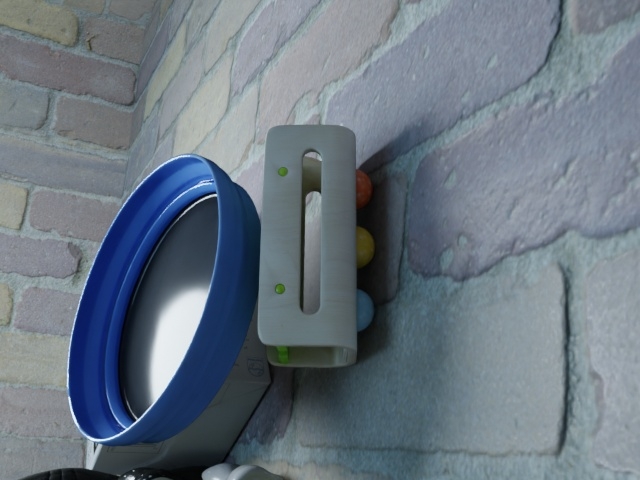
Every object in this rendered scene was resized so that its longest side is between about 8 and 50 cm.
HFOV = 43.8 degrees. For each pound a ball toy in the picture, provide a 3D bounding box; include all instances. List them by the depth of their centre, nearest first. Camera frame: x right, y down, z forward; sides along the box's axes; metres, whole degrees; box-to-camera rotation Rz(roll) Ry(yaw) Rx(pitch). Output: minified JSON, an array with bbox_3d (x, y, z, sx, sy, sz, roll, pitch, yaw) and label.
[{"bbox_3d":[0.000,0.000,1.013,0.208,0.135,0.319,87,-176,-69],"label":"pound a ball toy"}]

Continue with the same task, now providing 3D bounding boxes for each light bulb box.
[{"bbox_3d":[-0.265,0.190,1.403,0.361,0.225,0.358,-103,32,-42],"label":"light bulb box"}]

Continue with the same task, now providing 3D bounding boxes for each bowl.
[{"bbox_3d":[-0.211,0.078,1.053,0.391,0.077,0.391,-31,47,41],"label":"bowl"}]

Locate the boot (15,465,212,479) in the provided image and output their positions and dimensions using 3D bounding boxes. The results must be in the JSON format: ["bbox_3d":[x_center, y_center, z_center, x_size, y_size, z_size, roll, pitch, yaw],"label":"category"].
[{"bbox_3d":[-0.355,0.478,1.323,0.284,0.377,0.138,121,141,-51],"label":"boot"}]

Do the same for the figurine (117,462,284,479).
[{"bbox_3d":[-0.180,0.361,1.149,0.209,0.214,0.092,164,107,-69],"label":"figurine"}]
